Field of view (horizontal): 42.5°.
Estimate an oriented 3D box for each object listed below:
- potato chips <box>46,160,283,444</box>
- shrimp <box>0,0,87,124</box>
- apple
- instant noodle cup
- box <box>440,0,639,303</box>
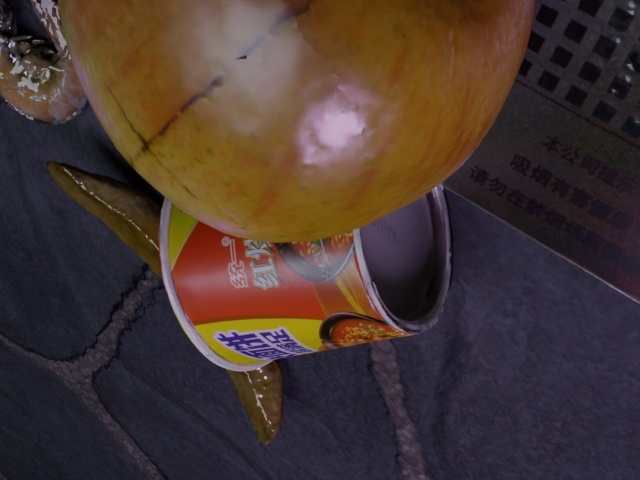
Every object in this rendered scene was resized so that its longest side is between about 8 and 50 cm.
[{"bbox_3d":[-0.150,0.056,0.928,0.407,0.080,0.057,54,154,-13],"label":"potato chips"},{"bbox_3d":[-0.318,-0.233,0.853,0.143,0.052,0.251,1,131,26],"label":"shrimp"},{"bbox_3d":[-0.013,-0.142,0.479,0.286,0.286,0.233,49,146,-6],"label":"apple"},{"bbox_3d":[0.000,0.000,0.681,0.174,0.213,0.213,-8,118,32],"label":"instant noodle cup"},{"bbox_3d":[0.210,-0.116,0.523,0.180,0.047,0.325,33,137,14],"label":"box"}]
